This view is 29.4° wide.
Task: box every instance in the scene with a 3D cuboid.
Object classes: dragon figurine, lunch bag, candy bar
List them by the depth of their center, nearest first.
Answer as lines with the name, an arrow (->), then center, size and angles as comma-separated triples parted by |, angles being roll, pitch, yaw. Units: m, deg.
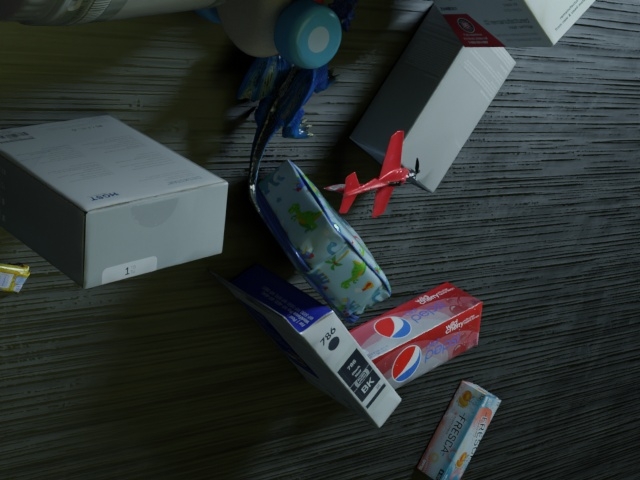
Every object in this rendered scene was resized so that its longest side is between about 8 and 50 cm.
candy bar -> -0.398, 0.035, 1.386 | 0.161, 0.018, 0.040 | 14, 106, -49
dragon figurine -> -0.045, -0.187, 1.524 | 0.289, 0.085, 0.144 | -58, 167, -3
lunch bag -> 0.000, 0.000, 1.659 | 0.090, 0.176, 0.219 | -36, 141, 5

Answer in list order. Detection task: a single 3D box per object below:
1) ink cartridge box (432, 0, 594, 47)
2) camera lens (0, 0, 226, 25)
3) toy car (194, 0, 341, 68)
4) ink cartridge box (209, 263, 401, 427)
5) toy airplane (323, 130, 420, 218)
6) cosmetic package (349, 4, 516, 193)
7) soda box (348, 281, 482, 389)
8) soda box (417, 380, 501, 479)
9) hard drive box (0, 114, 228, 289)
ink cartridge box -> 0.201, -0.384, 1.556 | 0.114, 0.197, 0.273 | -46, 116, -15
camera lens -> -0.208, -0.329, 1.210 | 0.274, 0.219, 0.219 | -17, 124, -39
toy car -> -0.002, -0.333, 1.406 | 0.238, 0.219, 0.210 | -22, 127, -30
ink cartridge box -> -0.015, 0.137, 1.728 | 0.065, 0.165, 0.333 | -50, 140, -11
toy airplane -> 0.076, -0.081, 1.670 | 0.151, 0.028, 0.151 | -22, 139, -20
cosmetic package -> 0.163, -0.203, 1.762 | 0.238, 0.107, 0.127 | -54, 139, -3
soda box -> 0.142, 0.162, 1.966 | 0.263, 0.083, 0.092 | -23, 128, -36
soda box -> 0.250, 0.349, 2.204 | 0.058, 0.063, 0.183 | 23, 95, -50
hard drive box -> -0.243, -0.051, 1.329 | 0.181, 0.232, 0.089 | -15, 122, -40
